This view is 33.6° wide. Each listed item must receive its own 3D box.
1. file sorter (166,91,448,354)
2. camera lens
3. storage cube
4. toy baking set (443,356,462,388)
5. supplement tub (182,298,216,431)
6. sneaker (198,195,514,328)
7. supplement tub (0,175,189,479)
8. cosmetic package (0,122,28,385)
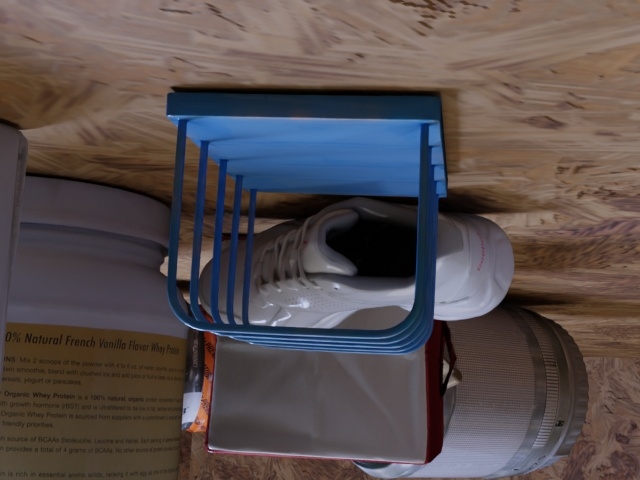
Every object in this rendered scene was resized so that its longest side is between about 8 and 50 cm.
[{"bbox_3d":[0.000,0.000,0.524,0.118,0.105,0.170,3,172,8],"label":"file sorter"},{"bbox_3d":[0.159,0.177,1.289,0.274,0.220,0.219,8,170,-33],"label":"camera lens"},{"bbox_3d":[0.012,0.101,0.943,0.214,0.184,0.193,2,171,9],"label":"storage cube"},{"bbox_3d":[0.021,0.114,1.122,0.256,0.197,0.030,-4,-154,23],"label":"toy baking set"},{"bbox_3d":[-0.298,0.150,1.325,0.337,0.207,0.207,6,171,-16],"label":"supplement tub"},{"bbox_3d":[0.004,0.010,0.714,0.232,0.090,0.115,-11,160,26],"label":"sneaker"},{"bbox_3d":[-0.209,0.126,0.731,0.228,0.316,0.228,3,171,0],"label":"supplement tub"},{"bbox_3d":[-0.330,-0.011,0.414,0.217,0.156,0.385,-1,170,25],"label":"cosmetic package"}]
